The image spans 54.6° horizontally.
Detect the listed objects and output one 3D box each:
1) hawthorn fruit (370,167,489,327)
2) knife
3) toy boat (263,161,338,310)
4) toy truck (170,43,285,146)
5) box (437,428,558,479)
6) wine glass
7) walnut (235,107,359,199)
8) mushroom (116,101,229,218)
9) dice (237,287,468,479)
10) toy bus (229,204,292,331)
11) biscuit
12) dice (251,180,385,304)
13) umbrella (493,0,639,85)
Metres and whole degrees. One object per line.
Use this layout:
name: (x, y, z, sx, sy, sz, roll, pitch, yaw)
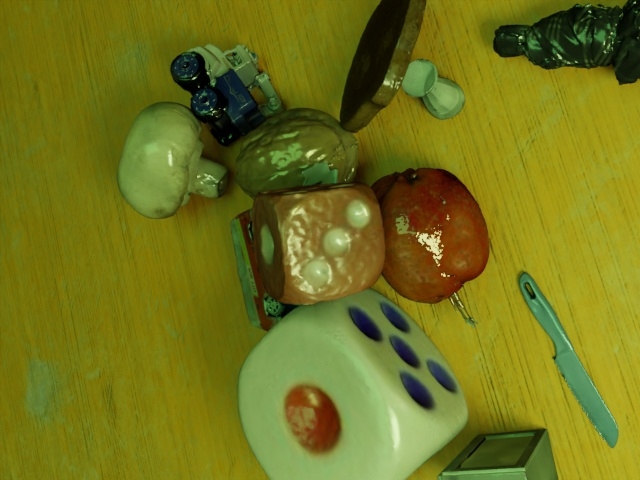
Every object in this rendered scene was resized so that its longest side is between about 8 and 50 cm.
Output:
hawthorn fruit: (0.189, 0.015, 1.056, 0.211, 0.211, 0.299, -26, 88, 25)
knife: (0.410, 0.196, 1.033, 0.044, 0.019, 0.313, -35, 74, 31)
toy boat: (0.000, 0.000, 1.127, 0.067, 0.220, 0.291, -131, 37, -52)
toy truck: (-0.193, -0.320, 1.306, 0.177, 0.161, 0.213, -32, 73, 3)
box: (0.285, 0.370, 0.977, 0.129, 0.225, 0.086, -14, 82, 27)
wine glass: (0.195, -0.264, 1.080, 0.073, 0.155, 0.073, -3, 84, 30)
walnut: (-0.042, -0.151, 1.183, 0.245, 0.198, 0.198, -13, 83, 19)
mushroom: (-0.307, -0.163, 1.334, 0.260, 0.234, 0.254, 162, 124, -70)
dice: (0.057, 0.271, 1.057, 0.304, 0.304, 0.277, 49, 111, 20)
toy bus: (-0.100, 0.061, 1.258, 0.120, 0.121, 0.265, -18, 81, 36)
biscuit: (0.110, -0.326, 1.092, 0.257, 0.049, 0.273, 149, 137, -66)
dice: (-0.004, -0.001, 0.995, 0.175, 0.179, 0.174, -169, 72, -66)
umbrella: (0.451, -0.307, 0.973, 0.336, 0.154, 0.128, 6, 52, 45)
